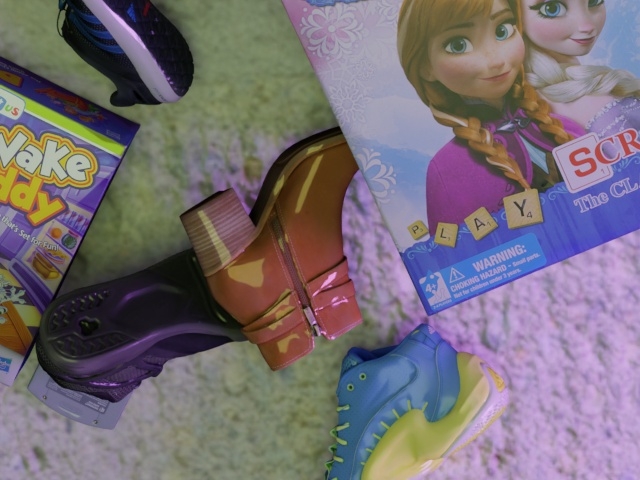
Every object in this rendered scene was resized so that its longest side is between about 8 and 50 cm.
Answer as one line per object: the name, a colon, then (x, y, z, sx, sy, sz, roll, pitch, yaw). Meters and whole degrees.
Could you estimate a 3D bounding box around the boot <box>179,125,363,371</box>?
boot: (0.000, 0.000, 1.478, 0.197, 0.073, 0.152, -31, 99, -6)

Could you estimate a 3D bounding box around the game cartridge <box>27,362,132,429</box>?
game cartridge: (-0.207, 0.127, 1.574, 0.083, 0.017, 0.056, 27, 102, -5)

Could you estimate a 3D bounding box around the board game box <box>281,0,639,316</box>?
board game box: (0.161, -0.146, 1.382, 0.319, 0.066, 0.318, -24, 104, 10)

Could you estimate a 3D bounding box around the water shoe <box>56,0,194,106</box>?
water shoe: (-0.179, -0.179, 1.423, 0.080, 0.073, 0.203, -13, 127, 28)

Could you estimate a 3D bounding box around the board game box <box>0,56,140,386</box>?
board game box: (-0.356, -0.063, 1.492, 0.347, 0.078, 0.233, 26, 106, -5)

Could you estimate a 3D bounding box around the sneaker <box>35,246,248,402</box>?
sneaker: (-0.131, 0.069, 1.522, 0.228, 0.130, 0.087, -17, 77, -22)

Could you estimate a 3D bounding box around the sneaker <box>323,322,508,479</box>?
sneaker: (0.042, 0.164, 1.548, 0.240, 0.091, 0.126, -43, 82, 14)
